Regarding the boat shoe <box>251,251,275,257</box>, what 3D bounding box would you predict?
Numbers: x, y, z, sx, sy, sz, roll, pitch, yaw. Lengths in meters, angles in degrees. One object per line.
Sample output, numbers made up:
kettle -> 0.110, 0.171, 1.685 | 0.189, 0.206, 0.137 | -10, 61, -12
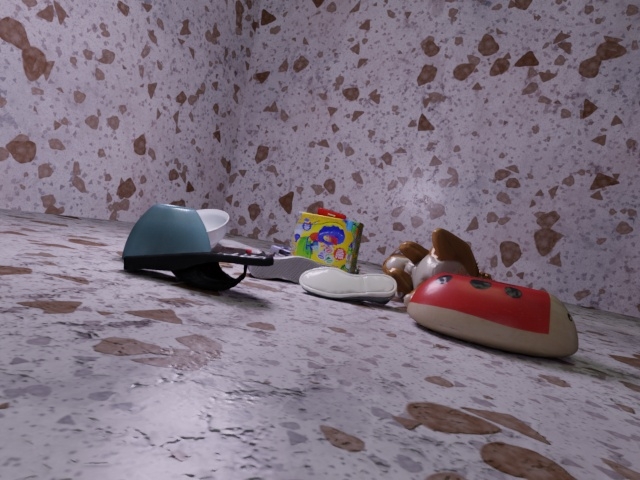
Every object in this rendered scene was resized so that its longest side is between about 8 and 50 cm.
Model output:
boat shoe -> -0.308, 0.080, 2.234 | 0.133, 0.041, 0.049 | 9, 4, 3

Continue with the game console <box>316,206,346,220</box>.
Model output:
game console -> 0.056, -0.112, 2.096 | 0.144, 0.124, 0.085 | 18, 37, 6

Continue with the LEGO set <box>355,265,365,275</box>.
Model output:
LEGO set -> 0.155, 0.135, 2.104 | 0.132, 0.106, 0.287 | 10, 2, -18

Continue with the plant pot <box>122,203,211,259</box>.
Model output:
plant pot -> -0.512, -0.021, 1.447 | 0.291, 0.195, 0.290 | 10, 5, -1

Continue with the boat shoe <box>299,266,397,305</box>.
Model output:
boat shoe -> 0.088, 0.166, 1.400 | 0.320, 0.116, 0.099 | 4, -42, 0

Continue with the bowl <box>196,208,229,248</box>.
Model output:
bowl -> -0.576, -0.035, 2.010 | 0.299, 0.133, 0.297 | -4, 27, 2

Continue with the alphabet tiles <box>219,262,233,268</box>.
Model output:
alphabet tiles -> -0.520, 0.072, 1.696 | 0.286, 0.011, 0.343 | 10, 1, -28

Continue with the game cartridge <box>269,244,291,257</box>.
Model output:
game cartridge -> -0.074, 0.094, 2.266 | 0.356, 0.068, 0.230 | 18, 7, 11

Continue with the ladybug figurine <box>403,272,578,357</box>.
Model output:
ladybug figurine -> 0.457, 0.190, 1.145 | 0.450, 0.161, 0.305 | 11, 2, 12

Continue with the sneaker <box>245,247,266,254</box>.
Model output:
sneaker -> -0.359, 0.066, 2.338 | 0.119, 0.042, 0.067 | 12, -3, -39

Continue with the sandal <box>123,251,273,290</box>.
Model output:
sandal -> -0.336, 0.086, 1.181 | 0.447, 0.106, 0.168 | -2, -1, 16

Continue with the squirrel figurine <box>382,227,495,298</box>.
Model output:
squirrel figurine -> 0.418, 0.151, 1.537 | 0.398, 0.280, 0.370 | 20, -12, -15

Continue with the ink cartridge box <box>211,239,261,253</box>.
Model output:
ink cartridge box -> -0.489, 0.039, 2.198 | 0.239, 0.060, 0.275 | 17, 5, 35

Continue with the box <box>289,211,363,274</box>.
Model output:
box -> 0.028, 0.029, 1.962 | 0.291, 0.278, 0.177 | 10, 2, 12

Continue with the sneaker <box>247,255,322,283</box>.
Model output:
sneaker -> -0.139, 0.100, 1.610 | 0.283, 0.102, 0.161 | 10, -1, -16
